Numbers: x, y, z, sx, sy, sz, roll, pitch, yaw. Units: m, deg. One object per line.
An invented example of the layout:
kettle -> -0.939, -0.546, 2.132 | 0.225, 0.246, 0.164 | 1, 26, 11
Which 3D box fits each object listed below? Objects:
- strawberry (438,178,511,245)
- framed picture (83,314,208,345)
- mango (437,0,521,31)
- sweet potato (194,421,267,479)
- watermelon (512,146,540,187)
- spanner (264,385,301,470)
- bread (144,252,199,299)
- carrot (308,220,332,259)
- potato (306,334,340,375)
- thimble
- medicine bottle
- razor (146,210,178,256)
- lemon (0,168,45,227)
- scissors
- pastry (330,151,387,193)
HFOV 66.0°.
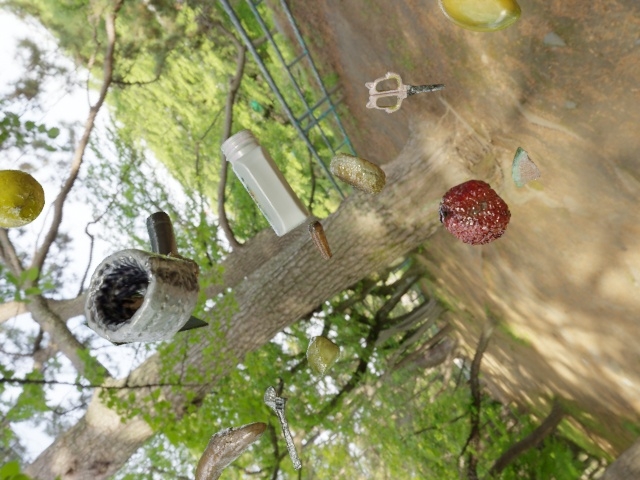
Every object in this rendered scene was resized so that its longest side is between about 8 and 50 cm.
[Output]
strawberry -> 0.581, -0.097, 1.928 | 0.274, 0.221, 0.273 | 29, 131, 41
framed picture -> -0.576, 0.277, 1.640 | 0.244, 0.013, 0.324 | 13, -168, 42
mango -> 0.456, -0.708, 1.445 | 0.119, 0.176, 0.316 | 22, -153, -53
sweet potato -> -0.288, 0.630, 1.468 | 0.114, 0.341, 0.092 | 40, -165, 9
watermelon -> 0.635, -0.248, 1.546 | 0.080, 0.101, 0.155 | -9, 154, 38
spanner -> -0.138, 0.713, 1.884 | 0.026, 0.093, 0.325 | 23, -133, -76
bread -> -0.490, 0.138, 1.574 | 0.123, 0.230, 0.230 | 42, -177, -15
carrot -> 0.000, 0.000, 1.846 | 0.161, 0.055, 0.055 | 68, 172, -29
potato -> -0.012, 0.451, 1.973 | 0.149, 0.120, 0.081 | 23, 138, 27
thimble -> -0.419, 0.130, 1.169 | 0.157, 0.246, 0.217 | 18, -134, -57
medicine bottle -> -0.166, -0.174, 1.485 | 0.324, 0.124, 0.179 | 58, 175, -2
razor -> -0.673, 0.057, 2.124 | 0.204, 0.114, 0.348 | 103, 155, -65
lemon -> -0.890, -0.123, 1.423 | 0.173, 0.173, 0.206 | 48, 175, -23
scissors -> 0.330, -0.576, 1.893 | 0.024, 0.318, 0.160 | -108, 11, -57
pastry -> 0.126, -0.224, 1.661 | 0.182, 0.093, 0.192 | 27, -177, 25
